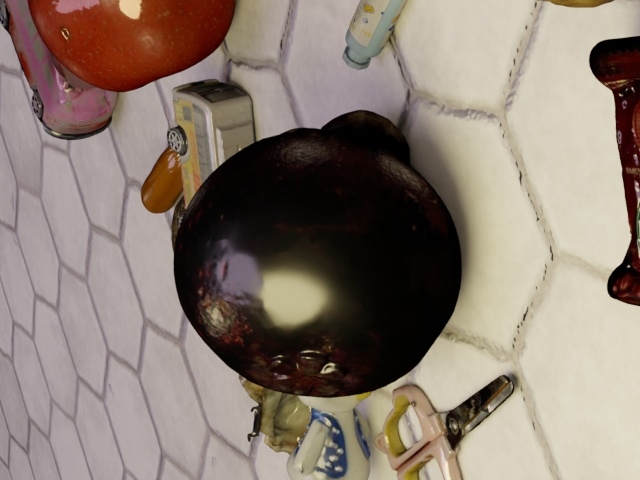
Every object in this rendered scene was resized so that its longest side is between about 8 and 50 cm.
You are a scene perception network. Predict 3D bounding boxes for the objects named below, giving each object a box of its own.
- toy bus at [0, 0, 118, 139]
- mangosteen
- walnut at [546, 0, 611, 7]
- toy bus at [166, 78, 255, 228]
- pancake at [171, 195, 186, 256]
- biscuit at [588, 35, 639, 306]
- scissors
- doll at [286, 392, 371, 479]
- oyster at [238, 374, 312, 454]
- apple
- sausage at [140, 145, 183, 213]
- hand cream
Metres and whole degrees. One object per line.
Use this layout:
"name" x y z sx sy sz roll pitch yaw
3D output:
"toy bus" -0.428 -0.321 2.141 0.147 0.127 0.302 -48 60 55
"mangosteen" 0.010 0.008 1.337 0.297 0.313 0.297 30 157 14
"walnut" 0.187 -0.274 0.908 0.261 0.225 0.225 -51 -52 -87
"toy bus" -0.134 -0.076 1.749 0.106 0.092 0.268 18 118 49
"pancake" -0.177 0.022 1.945 0.199 0.021 0.199 36 134 51
"biscuit" 0.276 -0.047 1.008 0.151 0.063 0.235 17 120 60
"scissors" 0.136 0.210 1.433 0.160 0.024 0.317 67 152 20
"doll" 0.015 0.205 1.549 0.119 0.138 0.293 15 113 38
"oyster" -0.062 0.132 1.660 0.198 0.133 0.337 22 124 55
"apple" -0.234 -0.312 1.646 0.260 0.260 0.216 23 146 57
"sausage" -0.231 -0.089 1.960 0.062 0.054 0.183 45 147 -1
"hand cream" 0.063 -0.245 1.341 0.065 0.043 0.170 64 149 29
